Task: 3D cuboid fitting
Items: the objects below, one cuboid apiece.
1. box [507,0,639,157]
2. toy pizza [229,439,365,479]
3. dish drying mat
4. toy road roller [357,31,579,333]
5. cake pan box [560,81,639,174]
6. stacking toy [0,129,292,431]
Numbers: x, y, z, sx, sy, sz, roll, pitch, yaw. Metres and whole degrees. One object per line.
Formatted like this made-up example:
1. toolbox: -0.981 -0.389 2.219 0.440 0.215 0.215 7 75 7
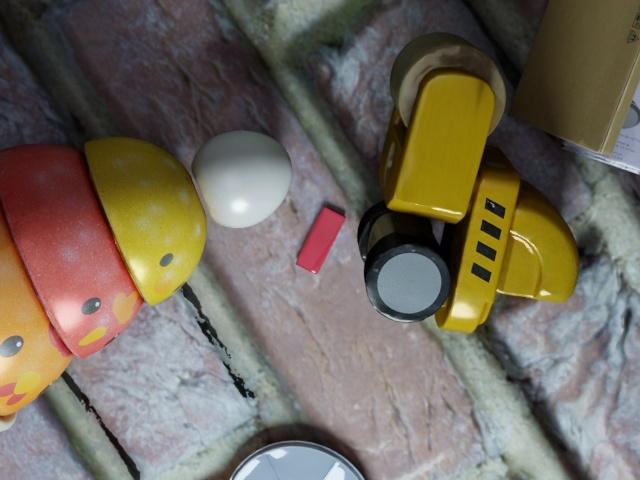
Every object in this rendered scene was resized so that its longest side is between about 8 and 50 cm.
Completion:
1. box: 0.300 -0.212 1.318 0.021 0.164 0.201 10 105 -34
2. toy pizza: -0.027 0.352 1.518 0.201 0.032 0.201 1 100 8
3. dish drying mat: 0.000 0.000 1.467 0.032 0.008 0.083 28 102 3
4. toy road roller: 0.181 -0.056 1.337 0.241 0.202 0.329 10 106 -4
5. cake pan box: 0.439 -0.180 1.334 0.267 0.070 0.245 19 104 6
6. stacking toy: -0.260 -0.014 1.392 0.480 0.350 0.350 -23 95 -3
